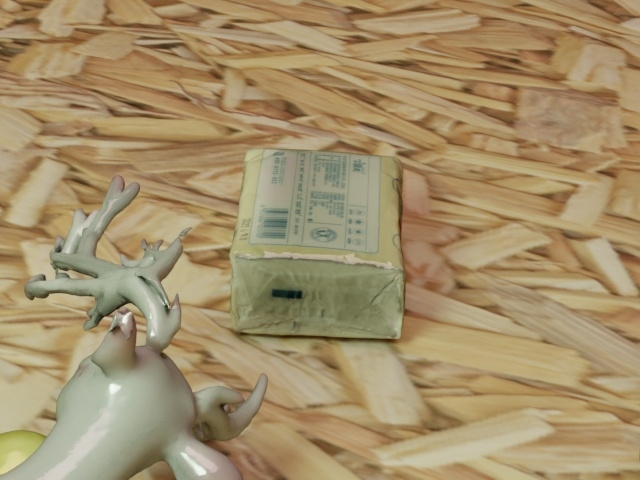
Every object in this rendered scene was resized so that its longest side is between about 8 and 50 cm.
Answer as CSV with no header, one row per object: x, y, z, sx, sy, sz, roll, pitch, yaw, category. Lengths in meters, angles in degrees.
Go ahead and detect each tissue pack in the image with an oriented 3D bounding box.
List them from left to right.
0.000,0.000,1.465,0.148,0.092,0.196,4,32,1,tissue pack

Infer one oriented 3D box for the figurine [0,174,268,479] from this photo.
-0.188,0.104,1.152,0.315,0.206,0.284,-17,18,-12,figurine
